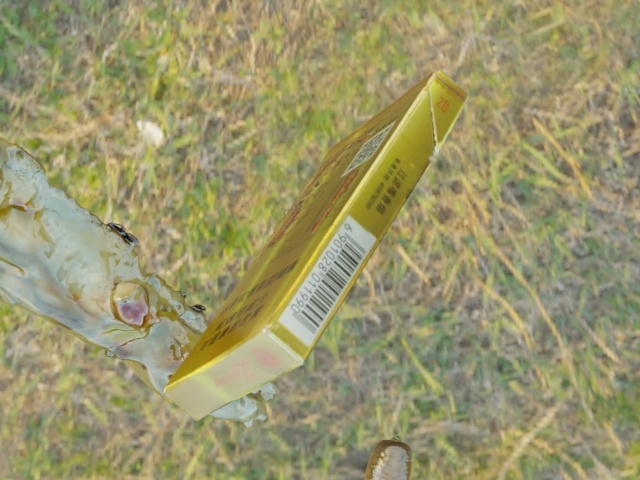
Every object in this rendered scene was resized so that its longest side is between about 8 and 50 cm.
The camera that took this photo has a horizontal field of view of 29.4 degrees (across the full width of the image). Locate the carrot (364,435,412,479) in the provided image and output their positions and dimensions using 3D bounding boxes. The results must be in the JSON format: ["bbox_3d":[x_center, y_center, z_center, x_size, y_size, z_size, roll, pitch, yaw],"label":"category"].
[{"bbox_3d":[0.039,0.233,0.960,0.035,0.035,0.165,16,90,-14],"label":"carrot"}]

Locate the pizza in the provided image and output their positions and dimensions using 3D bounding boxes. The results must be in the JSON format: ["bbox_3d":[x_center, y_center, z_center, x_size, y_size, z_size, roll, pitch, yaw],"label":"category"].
[{"bbox_3d":[-0.151,0.032,0.783,0.297,0.189,0.071,40,71,-35],"label":"pizza"}]

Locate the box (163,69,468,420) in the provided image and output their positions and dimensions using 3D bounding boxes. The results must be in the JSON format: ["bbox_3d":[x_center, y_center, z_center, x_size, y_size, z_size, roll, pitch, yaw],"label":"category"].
[{"bbox_3d":[0.000,0.000,0.497,0.022,0.156,0.089,43,141,-12],"label":"box"}]
